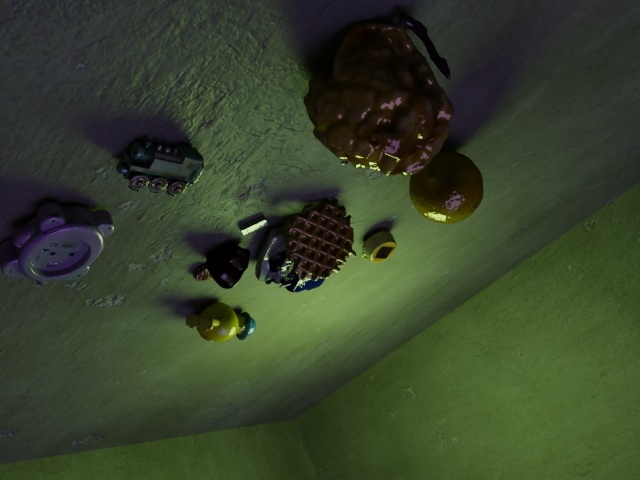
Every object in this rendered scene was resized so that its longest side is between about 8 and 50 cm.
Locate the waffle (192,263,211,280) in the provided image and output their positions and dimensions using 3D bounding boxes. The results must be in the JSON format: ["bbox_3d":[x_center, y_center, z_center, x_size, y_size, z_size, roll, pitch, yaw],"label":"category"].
[{"bbox_3d":[-0.371,0.105,2.114,0.075,0.029,0.083,-35,155,20],"label":"waffle"}]

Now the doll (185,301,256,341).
[{"bbox_3d":[-0.361,0.300,2.391,0.200,0.145,0.363,10,173,20],"label":"doll"}]

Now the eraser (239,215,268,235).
[{"bbox_3d":[-0.203,-0.045,1.989,0.083,0.019,0.038,-24,156,-2],"label":"eraser"}]

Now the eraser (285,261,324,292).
[{"bbox_3d":[-0.014,0.056,2.251,0.155,0.101,0.332,-10,151,-30],"label":"eraser"}]

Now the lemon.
[{"bbox_3d":[0.388,-0.164,2.037,0.228,0.228,0.253,-40,166,28],"label":"lemon"}]

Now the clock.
[{"bbox_3d":[-0.649,0.007,1.626,0.228,0.090,0.248,8,137,-49],"label":"clock"}]

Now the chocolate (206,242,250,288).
[{"bbox_3d":[-0.296,0.061,2.030,0.148,0.125,0.080,-57,149,-17],"label":"chocolate"}]

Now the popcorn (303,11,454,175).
[{"bbox_3d":[0.147,-0.324,1.506,0.349,0.349,0.381,4,117,-44],"label":"popcorn"}]

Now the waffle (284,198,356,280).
[{"bbox_3d":[0.001,0.000,2.050,0.245,0.254,0.052,-23,-160,-22],"label":"waffle"}]

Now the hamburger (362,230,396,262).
[{"bbox_3d":[0.210,0.023,2.405,0.127,0.081,0.141,-10,138,-32],"label":"hamburger"}]

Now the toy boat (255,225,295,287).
[{"bbox_3d":[-0.129,0.066,2.139,0.141,0.140,0.269,-10,136,-28],"label":"toy boat"}]

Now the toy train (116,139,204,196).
[{"bbox_3d":[-0.376,-0.176,1.540,0.194,0.080,0.125,8,128,-45],"label":"toy train"}]
